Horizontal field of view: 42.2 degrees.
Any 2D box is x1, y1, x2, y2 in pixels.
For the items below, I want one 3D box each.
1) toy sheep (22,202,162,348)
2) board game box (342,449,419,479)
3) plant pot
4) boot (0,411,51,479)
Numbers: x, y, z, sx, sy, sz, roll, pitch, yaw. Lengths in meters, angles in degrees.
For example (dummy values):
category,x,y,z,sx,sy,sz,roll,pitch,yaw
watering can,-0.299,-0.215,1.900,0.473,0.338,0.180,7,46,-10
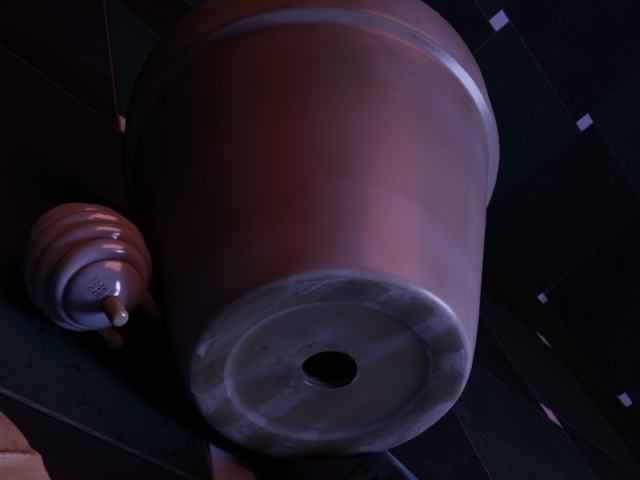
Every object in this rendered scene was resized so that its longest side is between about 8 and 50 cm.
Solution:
category,x,y,z,sx,sy,sz,roll,pitch,yaw
toy sheep,-0.151,0.021,0.548,0.091,0.091,0.132,33,0,-43
board game box,0.149,0.289,0.502,0.336,0.079,0.254,45,-6,-3
plant pot,0.000,0.000,0.642,0.323,0.323,0.280,37,28,-31
boot,-0.216,0.061,0.248,0.269,0.089,0.236,19,42,-60
